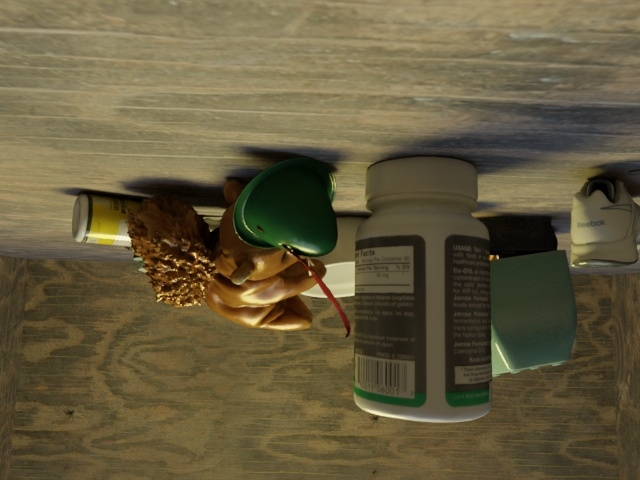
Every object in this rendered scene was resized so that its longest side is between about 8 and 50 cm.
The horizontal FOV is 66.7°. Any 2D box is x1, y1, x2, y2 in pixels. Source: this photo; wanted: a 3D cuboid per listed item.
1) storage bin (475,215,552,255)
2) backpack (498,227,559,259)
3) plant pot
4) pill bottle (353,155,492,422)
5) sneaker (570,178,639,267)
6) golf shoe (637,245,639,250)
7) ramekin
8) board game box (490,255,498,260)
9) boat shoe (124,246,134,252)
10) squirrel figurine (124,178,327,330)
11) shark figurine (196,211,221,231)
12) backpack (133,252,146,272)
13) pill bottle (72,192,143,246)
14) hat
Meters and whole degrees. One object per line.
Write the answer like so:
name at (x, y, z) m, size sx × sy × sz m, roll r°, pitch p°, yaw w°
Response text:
storage bin at (0.471, -0.009, 1.209) m, size 0.180 × 0.084 × 0.122 m, roll -1°, pitch 173°, yaw 18°
backpack at (0.591, 0.030, 1.381) m, size 0.158 × 0.116 × 0.173 m, roll -3°, pitch 173°, yaw 28°
plant pot at (0.465, 0.191, 1.186) m, size 0.248 × 0.252 × 0.247 m, roll -8°, pitch 161°, yaw -8°
pill bottle at (0.153, 0.070, 0.740) m, size 0.204 × 0.360 × 0.204 m, roll 2°, pitch 173°, yaw 0°
sneaker at (0.487, -0.045, 0.809) m, size 0.111 × 0.129 × 0.297 m, roll -6°, pitch -171°, yaw 37°
golf shoe at (0.781, 0.000, 1.307) m, size 0.176 × 0.069 × 0.086 m, roll -2°, pitch 167°, yaw 18°
ramekin at (0.059, 0.046, 1.278) m, size 0.277 × 0.135 × 0.277 m, roll -5°, pitch 157°, yaw -2°
board game box at (0.359, 0.170, 1.555) m, size 0.390 × 0.389 × 0.050 m, roll -3°, pitch -146°, yaw 1°
boat shoe at (-0.515, -0.011, 1.361) m, size 0.285 × 0.092 × 0.103 m, roll 1°, pitch 173°, yaw 6°
squirrel figurine at (-0.184, 0.034, 0.970) m, size 0.397 × 0.280 × 0.370 m, roll 0°, pitch 167°, yaw -7°
shark figurine at (-0.316, -0.013, 1.238) m, size 0.278 × 0.116 × 0.166 m, roll 5°, pitch 174°, yaw -12°
backpack at (-0.542, 0.052, 1.720) m, size 0.166 × 0.144 × 0.188 m, roll -10°, pitch 171°, yaw 36°
pill bottle at (-0.426, -0.040, 1.048) m, size 0.184 × 0.103 × 0.103 m, roll 6°, pitch 172°, yaw -37°
hat at (-0.003, 0.007, 0.712) m, size 0.173 × 0.183 × 0.208 m, roll -46°, pitch 145°, yaw 14°
